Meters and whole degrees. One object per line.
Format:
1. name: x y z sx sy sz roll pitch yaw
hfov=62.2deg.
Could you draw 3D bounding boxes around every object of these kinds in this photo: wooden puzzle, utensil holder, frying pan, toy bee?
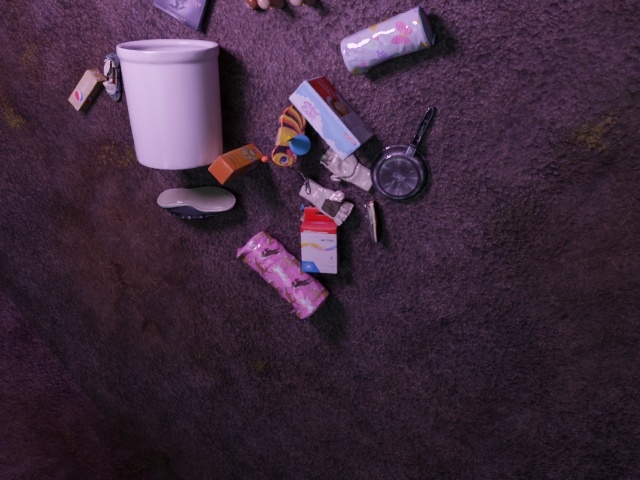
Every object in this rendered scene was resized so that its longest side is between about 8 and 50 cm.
1. wooden puzzle: -0.032 -0.082 1.973 0.116 0.014 0.078 33 122 8
2. utensil holder: -0.502 -0.472 1.826 0.328 0.327 0.385 11 118 20
3. frying pan: 0.302 -0.253 1.722 0.197 0.053 0.326 44 120 -9
4. toy bee: -0.115 -0.313 1.786 0.162 0.195 0.298 -3 78 -15

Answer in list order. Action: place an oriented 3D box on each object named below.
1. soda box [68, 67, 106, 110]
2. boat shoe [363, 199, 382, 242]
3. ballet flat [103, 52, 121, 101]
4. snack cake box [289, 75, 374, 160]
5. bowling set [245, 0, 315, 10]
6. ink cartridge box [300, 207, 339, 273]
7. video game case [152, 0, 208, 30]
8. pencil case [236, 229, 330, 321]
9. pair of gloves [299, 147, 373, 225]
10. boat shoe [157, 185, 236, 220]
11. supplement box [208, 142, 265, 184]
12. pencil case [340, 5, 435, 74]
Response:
1. soda box: -0.929 -0.601 2.118 0.181 0.058 0.061 -37 94 33
2. boat shoe: 0.182 -0.066 1.863 0.049 0.056 0.152 -1 103 30
3. ballet flat: -0.810 -0.627 2.048 0.070 0.070 0.188 19 119 16
4. snack cake box: 0.039 -0.397 1.713 0.264 0.152 0.089 49 123 -2
5. bowling set: -0.173 -0.775 1.634 0.287 0.154 0.200 49 123 -2
6. ink cartridge box: 0.000 0.000 1.945 0.134 0.078 0.230 2 114 10
7. video game case: -0.446 -0.873 1.766 0.196 0.026 0.274 33 121 9
8. pencil case: -0.143 0.132 2.041 0.167 0.160 0.386 -44 90 -2
9. pair of gloves: 0.057 -0.194 1.846 0.204 0.042 0.240 39 113 5
10. boat shoe: -0.475 -0.132 2.099 0.340 0.127 0.113 0 142 17
11. supplement box: -0.291 -0.275 1.872 0.078 0.233 0.080 46 119 0
12. pencil case: 0.196 -0.587 1.578 0.273 0.113 0.124 -14 117 29
